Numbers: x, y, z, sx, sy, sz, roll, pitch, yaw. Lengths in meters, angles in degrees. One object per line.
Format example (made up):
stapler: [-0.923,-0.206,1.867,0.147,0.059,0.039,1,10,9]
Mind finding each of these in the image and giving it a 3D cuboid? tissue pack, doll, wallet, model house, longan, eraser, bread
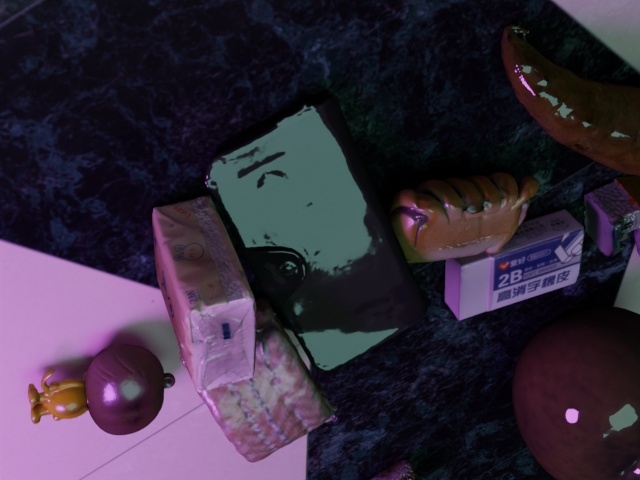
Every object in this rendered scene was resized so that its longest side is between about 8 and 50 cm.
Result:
tissue pack: [-0.145,0.062,1.063,0.092,0.196,0.148,-11,133,-15]
doll: [-0.297,0.199,1.183,0.188,0.096,0.145,16,114,-24]
wallet: [0.000,0.000,1.142,0.197,0.051,0.377,-28,120,-3]
model house: [0.483,-0.037,1.371,0.100,0.087,0.100,-23,138,-5]
longan: [0.479,0.272,1.487,0.319,0.319,0.319,-14,132,-16]
eraser: [0.301,0.039,1.359,0.210,0.068,0.124,-17,134,-12]
bread: [0.198,-0.036,1.234,0.225,0.081,0.134,-8,136,-23]

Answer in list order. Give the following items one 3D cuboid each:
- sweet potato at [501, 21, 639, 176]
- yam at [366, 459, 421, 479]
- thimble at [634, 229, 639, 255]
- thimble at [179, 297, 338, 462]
sweet potato: [0.400,-0.170,1.199,0.423,0.130,0.130,16,119,-26]
yam: [0.106,0.483,1.636,0.179,0.078,0.078,-28,135,2]
thimble: [0.652,-0.014,1.430,0.246,0.157,0.217,-14,135,-15]
thimble: [-0.087,0.187,1.200,0.148,0.196,0.229,-31,133,-5]
